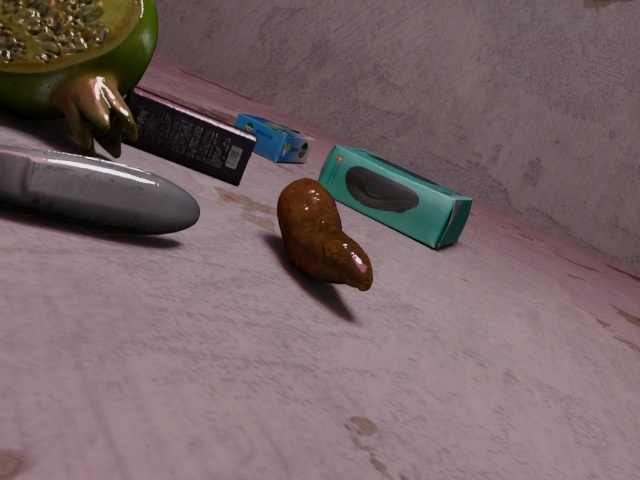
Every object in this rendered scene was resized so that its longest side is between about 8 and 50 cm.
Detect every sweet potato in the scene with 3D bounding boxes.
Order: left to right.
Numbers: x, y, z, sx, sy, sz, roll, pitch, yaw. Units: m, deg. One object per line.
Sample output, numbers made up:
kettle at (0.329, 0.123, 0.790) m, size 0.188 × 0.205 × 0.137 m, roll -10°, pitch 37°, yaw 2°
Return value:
sweet potato at (-0.001, 0.002, 1.018) m, size 0.097 × 0.097 × 0.292 m, roll 18°, pitch 22°, yaw -25°

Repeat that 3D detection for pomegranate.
pomegranate at (-0.394, -0.281, 1.172) m, size 0.358 × 0.310 × 0.216 m, roll 63°, pitch -19°, yaw 10°

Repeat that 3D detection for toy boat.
toy boat at (-0.252, -0.053, 0.835) m, size 0.261 × 0.078 × 0.085 m, roll 11°, pitch -5°, yaw -36°

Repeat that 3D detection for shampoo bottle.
shampoo bottle at (-0.272, -0.200, 1.326) m, size 0.310 × 0.098 × 0.071 m, roll 21°, pitch 13°, yaw -15°

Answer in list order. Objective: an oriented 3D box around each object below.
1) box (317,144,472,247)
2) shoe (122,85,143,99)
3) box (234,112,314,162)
box at (0.171, -0.103, 1.679) m, size 0.311 × 0.118 × 0.205 m, roll 28°, pitch 15°, yaw 19°
shoe at (-0.454, -0.345, 1.592) m, size 0.251 × 0.100 × 0.103 m, roll 20°, pitch 14°, yaw -28°
box at (-0.118, -0.254, 1.870) m, size 0.139 × 0.073 × 0.194 m, roll 27°, pitch 13°, yaw 16°
